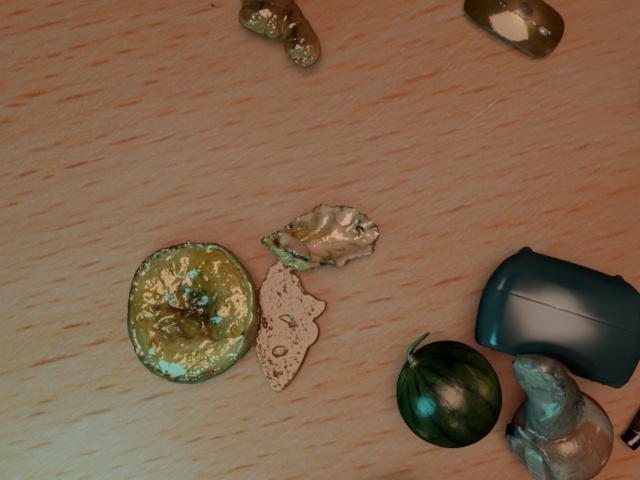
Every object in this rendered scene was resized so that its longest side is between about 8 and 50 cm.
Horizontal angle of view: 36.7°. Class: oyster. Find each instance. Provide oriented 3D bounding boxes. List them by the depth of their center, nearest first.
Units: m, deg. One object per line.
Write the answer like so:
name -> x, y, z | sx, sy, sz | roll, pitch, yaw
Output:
oyster -> 0.008, 0.005, 1.819 | 0.209, 0.072, 0.132 | -27, 76, -26

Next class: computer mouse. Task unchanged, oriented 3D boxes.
computer mouse -> 0.372, -0.430, 1.854 | 0.199, 0.045, 0.102 | 33, 90, 5

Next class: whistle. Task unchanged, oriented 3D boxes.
whistle -> 0.416, 0.297, 1.686 | 0.189, 0.347, 0.189 | -13, 41, 12

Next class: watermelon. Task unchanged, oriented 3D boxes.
watermelon -> 0.221, 0.269, 1.727 | 0.215, 0.188, 0.188 | 38, 87, -19

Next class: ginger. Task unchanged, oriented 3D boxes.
ginger -> -0.089, -0.486, 1.858 | 0.148, 0.081, 0.333 | -8, 79, 2

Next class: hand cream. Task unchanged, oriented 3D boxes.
hand cream -> 0.625, 0.321, 1.789 | 0.163, 0.039, 0.062 | -43, 69, -4

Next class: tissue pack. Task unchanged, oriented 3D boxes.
tissue pack -> 0.433, 0.131, 1.729 | 0.288, 0.198, 0.206 | 16, 88, 5

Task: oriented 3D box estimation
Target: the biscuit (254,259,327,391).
biscuit -> -0.072, 0.161, 1.826 | 0.163, 0.035, 0.250 | 3, 83, 7

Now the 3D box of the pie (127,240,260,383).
pie -> -0.244, 0.133, 1.813 | 0.274, 0.055, 0.274 | -1, 83, 11
